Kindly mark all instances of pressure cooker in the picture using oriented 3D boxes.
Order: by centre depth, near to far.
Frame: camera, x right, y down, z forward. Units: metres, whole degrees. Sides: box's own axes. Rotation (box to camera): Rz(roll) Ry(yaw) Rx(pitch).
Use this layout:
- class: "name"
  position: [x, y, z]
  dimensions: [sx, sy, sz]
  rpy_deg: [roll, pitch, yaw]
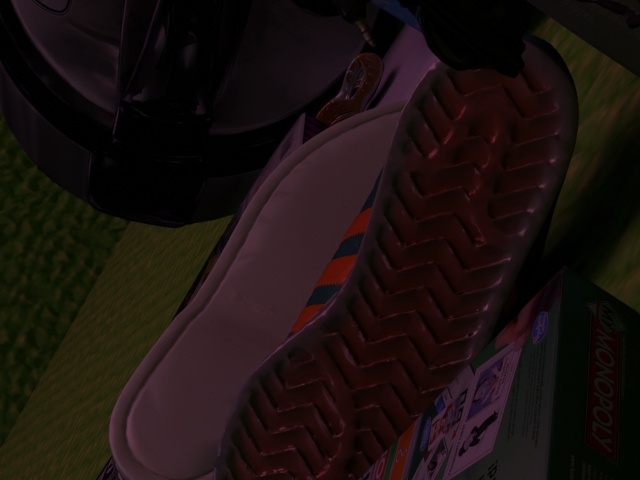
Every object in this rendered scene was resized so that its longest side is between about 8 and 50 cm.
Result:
- class: "pressure cooker"
  position: [-0.116, -0.222, 1.406]
  dimensions: [0.375, 0.370, 0.420]
  rpy_deg: [-31, -2, -12]

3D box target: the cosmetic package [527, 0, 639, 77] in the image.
- class: "cosmetic package"
  position: [0.146, -0.162, 0.817]
  dimensions: [0.107, 0.127, 0.238]
  rpy_deg: [-55, 10, 18]

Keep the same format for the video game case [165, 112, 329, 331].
- class: "video game case"
  position: [-0.054, 0.032, 1.116]
  dimensions: [0.210, 0.042, 0.232]
  rpy_deg: [-57, 10, 16]

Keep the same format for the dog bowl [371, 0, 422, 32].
- class: "dog bowl"
  position: [0.136, -0.263, 1.154]
  dimensions: [0.297, 0.074, 0.166]
  rpy_deg: [-53, 11, -24]

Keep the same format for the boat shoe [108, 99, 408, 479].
- class: "boat shoe"
  position: [-0.004, 0.041, 0.938]
  dimensions: [0.319, 0.116, 0.099]
  rpy_deg: [-49, -22, -27]

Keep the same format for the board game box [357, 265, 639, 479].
- class: "board game box"
  position: [0.034, 0.177, 0.591]
  dimensions: [0.213, 0.046, 0.317]
  rpy_deg: [-51, 13, 35]

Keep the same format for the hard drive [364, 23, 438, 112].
- class: "hard drive"
  position: [0.000, 0.000, 1.222]
  dimensions: [0.353, 0.047, 0.233]
  rpy_deg: [-57, 11, 11]

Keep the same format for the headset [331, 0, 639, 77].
- class: "headset"
  position: [0.162, -0.145, 0.543]
  dimensions: [0.394, 0.185, 0.243]
  rpy_deg: [-24, 33, 51]

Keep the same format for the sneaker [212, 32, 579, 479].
- class: "sneaker"
  position: [0.048, 0.038, 0.810]
  dimensions: [0.302, 0.108, 0.121]
  rpy_deg: [-61, -10, 13]

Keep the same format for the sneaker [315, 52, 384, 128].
- class: "sneaker"
  position: [0.024, -0.103, 1.212]
  dimensions: [0.083, 0.032, 0.037]
  rpy_deg: [-56, -9, 14]

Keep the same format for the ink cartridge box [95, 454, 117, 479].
- class: "ink cartridge box"
  position: [-0.160, 0.248, 1.222]
  dimensions: [0.176, 0.069, 0.371]
  rpy_deg: [-57, 9, 6]
